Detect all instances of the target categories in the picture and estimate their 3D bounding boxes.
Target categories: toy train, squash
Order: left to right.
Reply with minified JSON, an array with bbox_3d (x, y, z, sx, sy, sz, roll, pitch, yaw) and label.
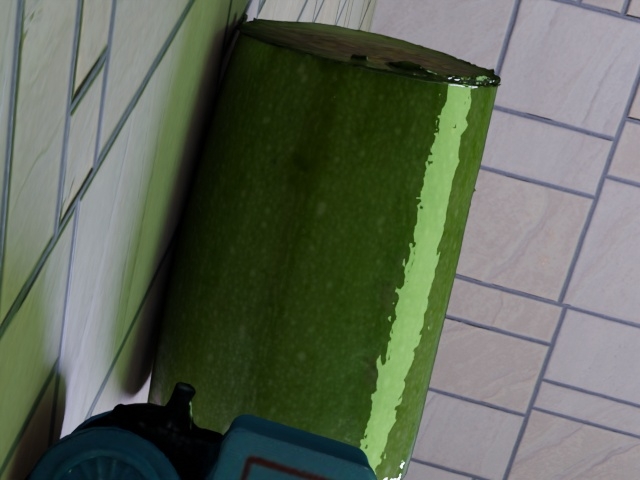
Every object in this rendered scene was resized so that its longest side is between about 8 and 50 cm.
[{"bbox_3d":[-0.086,0.253,1.145,0.188,0.265,0.300,98,9,-88],"label":"toy train"},{"bbox_3d":[0.000,0.000,1.532,0.263,0.263,0.384,-55,159,-80],"label":"squash"}]
